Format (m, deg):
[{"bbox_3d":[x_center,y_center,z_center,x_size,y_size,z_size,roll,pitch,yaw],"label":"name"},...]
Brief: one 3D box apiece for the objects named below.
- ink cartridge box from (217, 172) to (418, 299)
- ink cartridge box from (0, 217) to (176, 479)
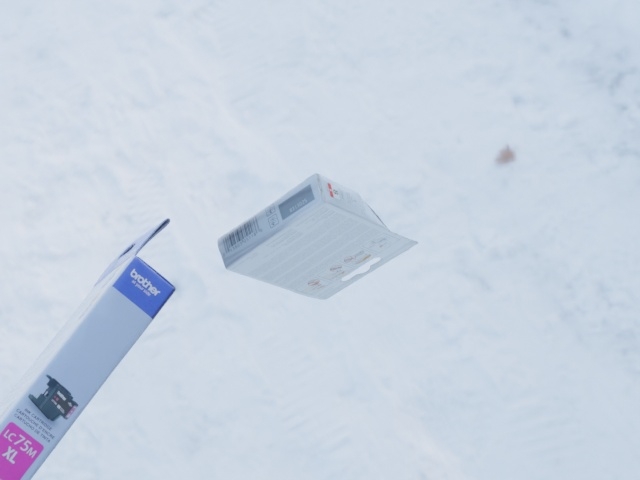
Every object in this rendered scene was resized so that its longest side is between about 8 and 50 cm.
[{"bbox_3d":[0.000,0.000,1.305,0.145,0.179,0.045,-33,61,26],"label":"ink cartridge box"},{"bbox_3d":[-0.244,0.125,1.164,0.065,0.186,0.311,38,65,-11],"label":"ink cartridge box"}]
